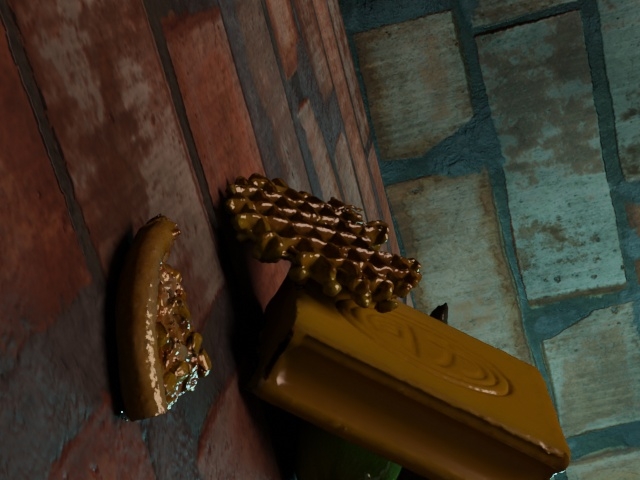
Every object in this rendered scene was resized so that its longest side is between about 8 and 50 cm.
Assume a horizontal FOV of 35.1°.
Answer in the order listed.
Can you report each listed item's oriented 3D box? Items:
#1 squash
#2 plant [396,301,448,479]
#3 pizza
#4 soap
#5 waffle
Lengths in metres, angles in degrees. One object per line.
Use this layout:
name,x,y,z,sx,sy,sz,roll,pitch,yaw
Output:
squash,0.036,0.221,1.142,0.247,0.132,0.132,-77,153,-71
plant,0.137,0.216,1.381,0.213,0.215,0.312,-44,-122,50
pizza,-0.111,0.070,0.731,0.178,0.041,0.131,-91,166,-53
soap,0.089,0.145,1.063,0.096,0.324,0.204,-61,-170,19
waffle,0.000,0.000,1.082,0.051,0.228,0.231,-61,176,18
